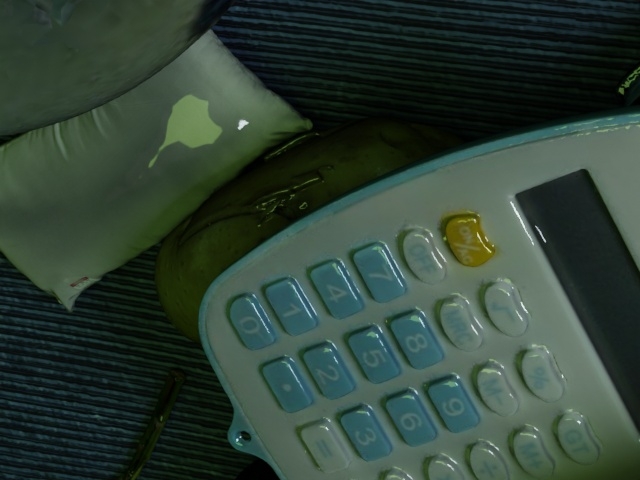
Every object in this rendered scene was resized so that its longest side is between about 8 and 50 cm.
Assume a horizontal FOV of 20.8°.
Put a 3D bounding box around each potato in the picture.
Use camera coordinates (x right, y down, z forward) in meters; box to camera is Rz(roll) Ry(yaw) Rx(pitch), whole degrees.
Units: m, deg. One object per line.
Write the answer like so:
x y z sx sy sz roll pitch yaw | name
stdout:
0.000 0.000 1.191 0.248 0.169 0.143 -21 70 22 | potato

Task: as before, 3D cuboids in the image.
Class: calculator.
0.104 0.063 1.074 0.386 0.054 0.256 -23 108 22 | calculator

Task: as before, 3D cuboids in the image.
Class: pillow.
-0.145 -0.065 1.251 0.254 0.078 0.144 -36 94 22 | pillow

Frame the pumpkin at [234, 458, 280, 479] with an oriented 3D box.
0.024 0.243 1.259 0.220 0.162 0.220 6 109 18 | pumpkin

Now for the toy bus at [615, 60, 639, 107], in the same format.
0.307 -0.015 1.100 0.133 0.165 0.271 -36 95 22 | toy bus

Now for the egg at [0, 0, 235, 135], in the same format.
-0.191 -0.246 1.065 0.345 0.345 0.428 37 117 1 | egg

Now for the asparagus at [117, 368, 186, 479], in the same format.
-0.134 0.154 1.350 0.018 0.015 0.127 32 112 13 | asparagus
